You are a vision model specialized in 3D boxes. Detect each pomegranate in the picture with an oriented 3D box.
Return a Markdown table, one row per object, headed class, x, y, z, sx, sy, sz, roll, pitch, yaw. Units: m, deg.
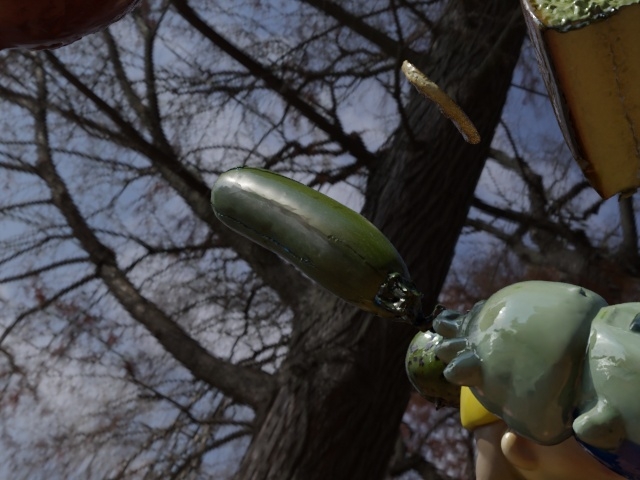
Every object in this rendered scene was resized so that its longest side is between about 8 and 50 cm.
| class | x | y | z | sx | sy | sz | roll | pitch | yaw |
| --- | --- | --- | --- | --- | --- | --- | --- | --- | --- |
| pomegranate | 0.180 | 0.148 | 1.125 | 0.122 | 0.161 | 0.122 | 32 | -20 | 14 |

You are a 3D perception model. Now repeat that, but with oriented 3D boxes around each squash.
| class | x | y | z | sx | sy | sz | roll | pitch | yaw |
| --- | --- | --- | --- | --- | --- | --- | --- | --- | --- |
| squash | -0.001 | -0.001 | 0.879 | 0.331 | 0.087 | 0.087 | 33 | -26 | 40 |

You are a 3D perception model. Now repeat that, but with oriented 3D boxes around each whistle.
| class | x | y | z | sx | sy | sz | roll | pitch | yaw |
| --- | --- | --- | --- | --- | --- | --- | --- | --- | --- |
| whistle | 0.171 | 0.082 | 0.461 | 0.244 | 0.110 | 0.092 | 18 | -62 | 26 |

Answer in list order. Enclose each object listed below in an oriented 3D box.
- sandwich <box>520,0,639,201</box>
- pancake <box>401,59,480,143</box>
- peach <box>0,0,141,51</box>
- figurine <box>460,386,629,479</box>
| class | x | y | z | sx | sy | sz | roll | pitch | yaw |
| --- | --- | --- | --- | --- | --- | --- | --- | --- | --- |
| sandwich | 0.283 | -0.163 | 0.862 | 0.122 | 0.128 | 0.236 | -15 | -46 | 14 |
| pancake | 0.172 | -0.196 | 1.230 | 0.028 | 0.158 | 0.158 | -43 | -69 | 12 |
| peach | -0.288 | -0.349 | 0.762 | 0.416 | 0.339 | 0.353 | -8 | -45 | 37 |
| figurine | 0.241 | 0.243 | 0.871 | 0.215 | 0.344 | 0.187 | 28 | -38 | -27 |
